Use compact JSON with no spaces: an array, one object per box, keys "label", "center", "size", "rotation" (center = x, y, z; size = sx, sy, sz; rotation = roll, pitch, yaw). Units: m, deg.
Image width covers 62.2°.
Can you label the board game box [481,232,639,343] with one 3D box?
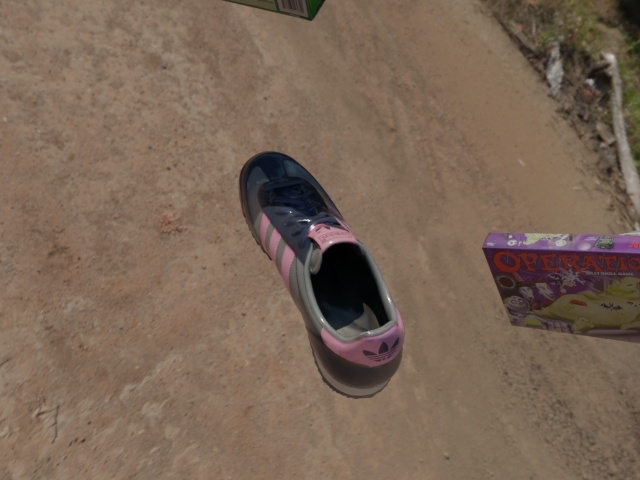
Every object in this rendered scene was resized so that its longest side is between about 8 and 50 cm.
[{"label":"board game box","center":[0.455,0.079,0.852],"size":[0.056,0.346,0.208],"rotation":[-48,124,-35]}]

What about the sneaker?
[{"label":"sneaker","center":[0.000,0.000,0.567],"size":[0.112,0.131,0.319],"rotation":[-21,63,-18]}]

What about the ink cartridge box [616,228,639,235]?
[{"label":"ink cartridge box","center":[0.630,0.069,1.027],"size":[0.311,0.065,0.186],"rotation":[-12,52,-24]}]

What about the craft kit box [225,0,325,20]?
[{"label":"craft kit box","center":[-0.065,-0.358,0.560],"size":[0.249,0.061,0.247],"rotation":[20,66,19]}]
